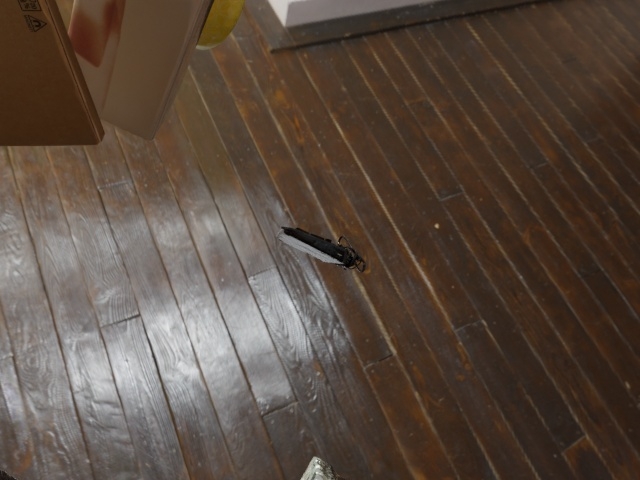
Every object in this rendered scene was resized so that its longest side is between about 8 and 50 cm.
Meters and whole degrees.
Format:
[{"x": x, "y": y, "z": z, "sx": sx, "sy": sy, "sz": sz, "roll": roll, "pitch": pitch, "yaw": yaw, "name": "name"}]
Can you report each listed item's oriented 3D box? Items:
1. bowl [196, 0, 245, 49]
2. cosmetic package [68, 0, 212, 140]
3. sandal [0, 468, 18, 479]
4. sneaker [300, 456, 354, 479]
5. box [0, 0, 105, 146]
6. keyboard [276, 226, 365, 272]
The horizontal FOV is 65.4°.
[{"x": -0.281, "y": -0.504, "z": 0.906, "sx": 0.156, "sy": 0.289, "sz": 0.289, "roll": -18, "pitch": 66, "yaw": -46, "name": "bowl"}, {"x": -0.196, "y": -0.286, "z": 0.581, "sx": 0.129, "sy": 0.296, "sz": 0.153, "roll": 25, "pitch": 42, "yaw": -18, "name": "cosmetic package"}, {"x": -0.274, "y": 0.260, "z": 0.434, "sx": 0.054, "sy": 0.097, "sz": 0.254, "roll": -37, "pitch": 115, "yaw": -14, "name": "sandal"}, {"x": 0.039, "y": 0.216, "z": 0.254, "sx": 0.146, "sy": 0.293, "sz": 0.102, "roll": 31, "pitch": 89, "yaw": 3, "name": "sneaker"}, {"x": -0.307, "y": -0.170, "z": 0.444, "sx": 0.164, "sy": 0.201, "sz": 0.021, "roll": -1, "pitch": 49, "yaw": -3, "name": "box"}, {"x": 0.000, "y": 0.000, "z": 0.582, "sx": 0.100, "sy": 0.192, "sz": 0.038, "roll": 27, "pitch": 86, "yaw": -6, "name": "keyboard"}]
